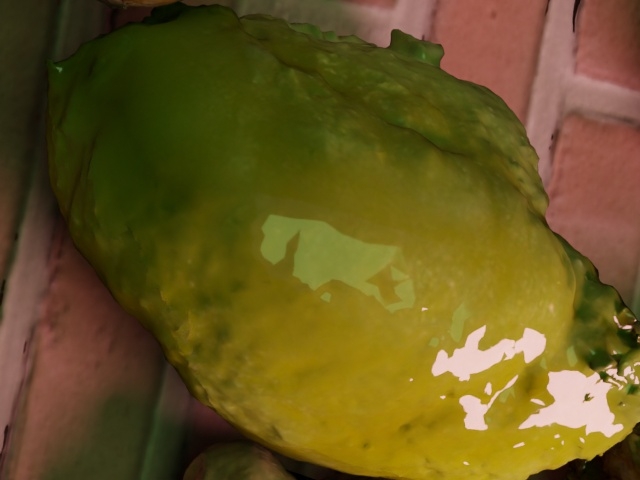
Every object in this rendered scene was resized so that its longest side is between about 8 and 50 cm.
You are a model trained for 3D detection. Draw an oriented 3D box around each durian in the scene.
[{"bbox_3d":[0.000,0.000,1.026,0.339,0.204,0.256,11,49,-23],"label":"durian"}]

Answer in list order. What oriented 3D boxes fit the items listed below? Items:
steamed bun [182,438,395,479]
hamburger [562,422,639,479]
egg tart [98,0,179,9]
[{"bbox_3d":[-0.023,0.187,1.054,0.155,0.141,0.172,35,82,-16],"label":"steamed bun"},{"bbox_3d":[0.277,0.168,1.149,0.288,0.192,0.168,-6,118,-23],"label":"hamburger"},{"bbox_3d":[-0.117,-0.190,0.965,0.078,0.197,0.197,-42,107,-8],"label":"egg tart"}]
